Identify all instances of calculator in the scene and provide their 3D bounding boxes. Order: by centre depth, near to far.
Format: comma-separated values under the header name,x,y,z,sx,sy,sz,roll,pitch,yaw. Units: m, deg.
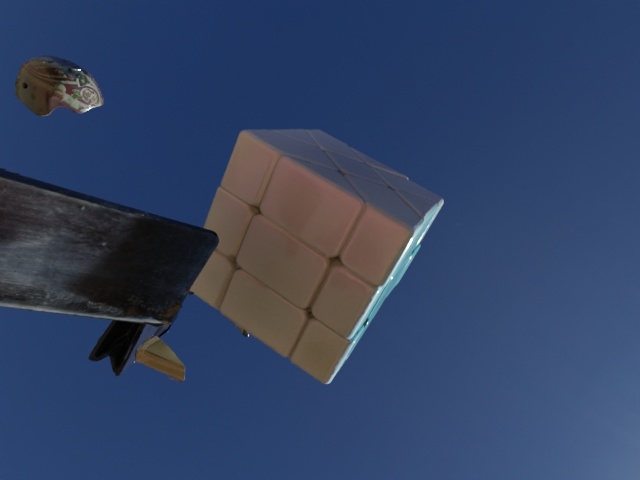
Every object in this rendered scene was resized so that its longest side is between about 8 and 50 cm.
name,x,y,z,sx,sy,sz,roll,pitch,yaw
calculator,-0.252,0.022,0.472,0.161,0.262,0.021,-53,-136,19

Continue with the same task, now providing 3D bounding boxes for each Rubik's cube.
name,x,y,z,sx,sy,sz,roll,pitch,yaw
Rubik's cube,0.000,0.000,0.817,0.319,0.322,0.316,31,-68,13

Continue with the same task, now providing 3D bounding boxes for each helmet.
name,x,y,z,sx,sy,sz,roll,pitch,yaw
helmet,-0.598,-0.364,0.996,0.153,0.177,0.107,40,-46,34

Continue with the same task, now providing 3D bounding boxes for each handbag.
name,x,y,z,sx,sy,sz,roll,pitch,yaw
handbag,-0.447,0.173,1.150,0.118,0.325,0.269,33,-83,-5

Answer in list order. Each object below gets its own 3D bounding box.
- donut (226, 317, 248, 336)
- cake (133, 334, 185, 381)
name,x,y,z,sx,sy,sz,roll,pitch,yaw
donut,-0.171,0.139,1.139,0.126,0.144,0.186,26,-90,22
cake,-0.351,0.269,0.992,0.121,0.065,0.052,25,-68,4
